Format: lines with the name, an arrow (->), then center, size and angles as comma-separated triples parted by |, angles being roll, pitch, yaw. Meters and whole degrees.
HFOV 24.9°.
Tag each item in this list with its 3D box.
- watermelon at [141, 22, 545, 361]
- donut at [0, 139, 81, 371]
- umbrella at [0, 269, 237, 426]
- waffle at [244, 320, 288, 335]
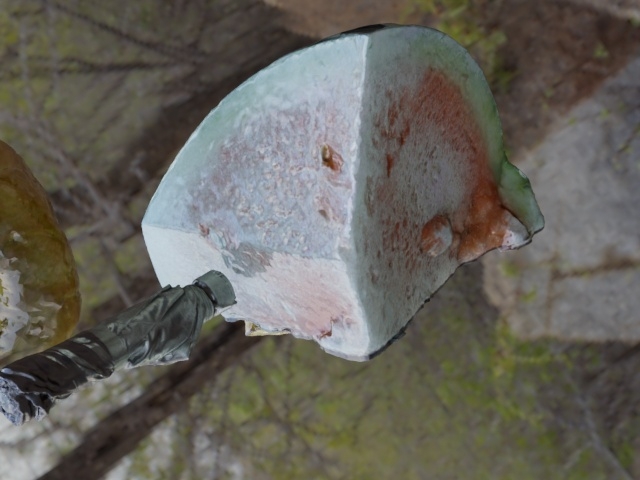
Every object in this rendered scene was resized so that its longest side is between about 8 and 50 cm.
watermelon -> 0.038, -0.030, 1.034 | 0.289, 0.319, 0.214 | 104, 160, -52
donut -> -0.447, 0.035, 1.612 | 0.170, 0.360, 0.360 | -122, 11, -53
umbrella -> -0.135, 0.073, 0.979 | 0.046, 0.188, 0.050 | -5, 107, 50
waffle -> 0.000, 0.000, 1.640 | 0.274, 0.057, 0.168 | -29, 59, 50
